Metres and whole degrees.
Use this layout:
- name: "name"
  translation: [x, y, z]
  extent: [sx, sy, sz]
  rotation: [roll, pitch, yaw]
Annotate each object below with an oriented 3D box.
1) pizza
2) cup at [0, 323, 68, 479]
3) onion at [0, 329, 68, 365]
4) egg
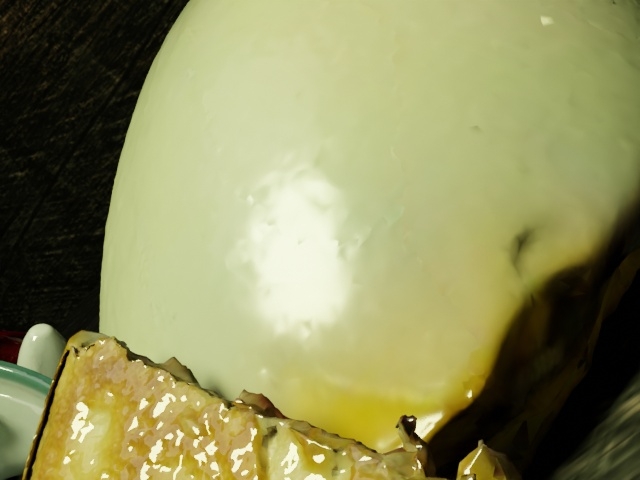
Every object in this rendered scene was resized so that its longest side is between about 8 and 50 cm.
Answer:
- name: "pizza"
  translation: [-0.011, 0.113, 0.521]
  extent: [0.193, 0.053, 0.201]
  rotation: [-11, 63, 35]
- name: "cup"
  translation: [-0.150, 0.157, 0.726]
  extent: [0.299, 0.167, 0.173]
  rotation: [-59, -31, -55]
- name: "onion"
  translation: [-0.244, 0.152, 1.187]
  extent: [0.252, 0.219, 0.252]
  rotation: [-43, 1, 1]
- name: "egg"
  translation: [-0.001, 0.000, 0.683]
  extent: [0.286, 0.174, 0.264]
  rotation: [-56, 5, -18]
